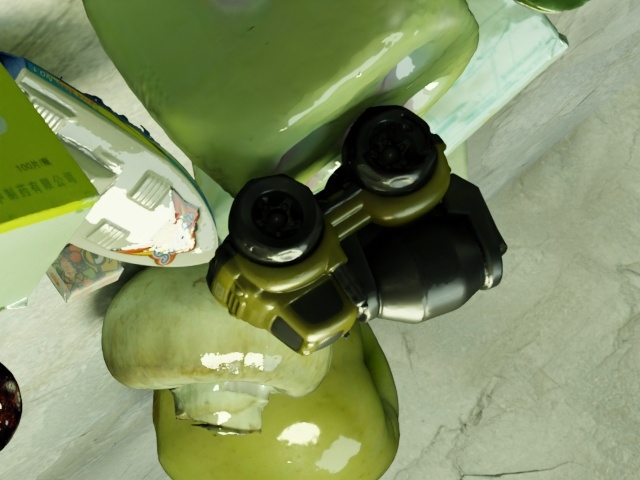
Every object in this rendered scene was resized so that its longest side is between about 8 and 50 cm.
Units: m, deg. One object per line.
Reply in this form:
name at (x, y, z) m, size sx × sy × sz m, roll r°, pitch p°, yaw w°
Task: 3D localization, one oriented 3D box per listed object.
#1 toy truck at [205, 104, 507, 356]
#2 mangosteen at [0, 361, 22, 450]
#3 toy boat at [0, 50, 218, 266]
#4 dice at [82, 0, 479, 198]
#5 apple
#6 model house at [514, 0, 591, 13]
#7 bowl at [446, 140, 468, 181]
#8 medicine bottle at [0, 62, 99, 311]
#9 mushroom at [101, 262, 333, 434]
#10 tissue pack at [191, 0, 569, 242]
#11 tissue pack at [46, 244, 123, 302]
toy truck at (0.029, 0.011, 0.936) m, size 0.224 × 0.165 × 0.147 m, roll -31°, pitch 167°, yaw -21°
mangosteen at (-0.460, 0.212, 1.480) m, size 0.152 × 0.152 × 0.152 m, roll -37°, pitch 167°, yaw -10°
toy boat at (-0.198, -0.049, 1.064) m, size 0.129 × 0.088 × 0.295 m, roll -42°, pitch 132°, yaw 16°
dice at (-0.034, -0.193, 0.989) m, size 0.254 × 0.252 × 0.250 m, roll -37°, pitch 167°, yaw 6°
apple at (-0.079, 0.297, 2.147) m, size 0.473 × 0.474 × 0.473 m, roll -37°, pitch 167°, yaw -10°
model house at (0.176, -0.357, 1.042) m, size 0.207 × 0.294 × 0.154 m, roll -40°, pitch -173°, yaw 4°
bowl at (0.126, -0.122, 1.675) m, size 0.163 × 0.307 × 0.307 m, roll -5°, pitch 165°, yaw 0°
medicine bottle at (-0.282, -0.067, 0.748) m, size 0.137 × 0.250 × 0.141 m, roll -26°, pitch 164°, yaw -49°
mushroom at (-0.150, 0.147, 1.701) m, size 0.352 × 0.260 × 0.352 m, roll 5°, pitch 175°, yaw 0°
tissue pack at (0.041, -0.164, 1.257) m, size 0.388 × 0.162 × 0.287 m, roll -41°, pitch -153°, yaw 11°
tissue pack at (-0.298, 0.034, 1.454) m, size 0.083 × 0.063 × 0.035 m, roll -26°, pitch 166°, yaw -39°
